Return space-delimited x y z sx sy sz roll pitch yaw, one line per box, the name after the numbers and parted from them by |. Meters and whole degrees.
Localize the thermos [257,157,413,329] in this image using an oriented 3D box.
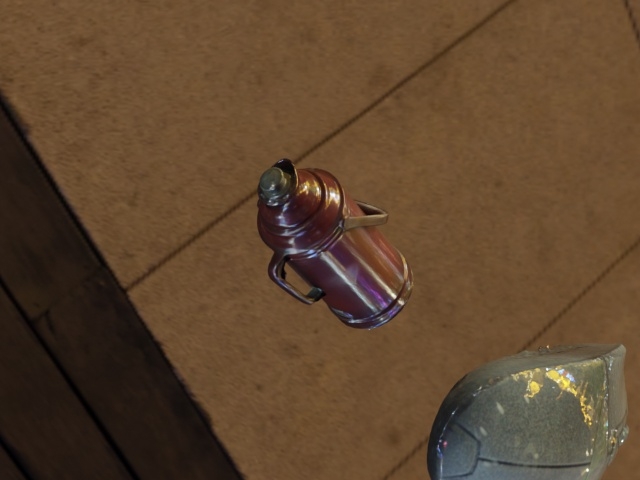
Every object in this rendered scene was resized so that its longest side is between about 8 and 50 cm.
0.003 0.001 1.090 0.232 0.098 0.124 45 66 -53 | thermos

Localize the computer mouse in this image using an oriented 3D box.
0.150 0.122 0.708 0.229 0.068 0.113 1 105 -50 | computer mouse
